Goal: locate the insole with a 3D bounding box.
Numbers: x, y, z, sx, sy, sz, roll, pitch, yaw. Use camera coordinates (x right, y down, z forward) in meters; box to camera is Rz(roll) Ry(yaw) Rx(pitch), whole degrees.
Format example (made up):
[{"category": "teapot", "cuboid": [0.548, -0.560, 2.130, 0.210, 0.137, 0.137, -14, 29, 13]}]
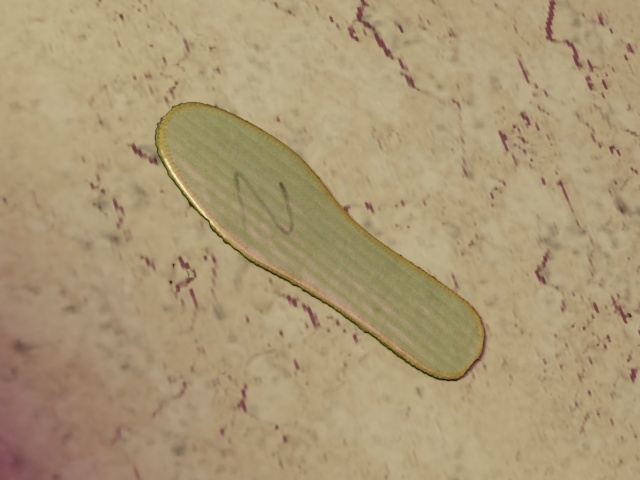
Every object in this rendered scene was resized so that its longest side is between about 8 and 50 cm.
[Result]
[{"category": "insole", "cuboid": [0.000, 0.000, 0.749, 0.188, 0.004, 0.064, 37, 59, -4]}]
